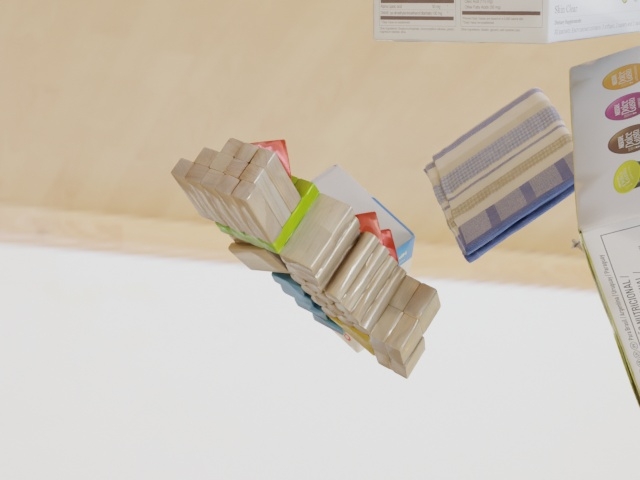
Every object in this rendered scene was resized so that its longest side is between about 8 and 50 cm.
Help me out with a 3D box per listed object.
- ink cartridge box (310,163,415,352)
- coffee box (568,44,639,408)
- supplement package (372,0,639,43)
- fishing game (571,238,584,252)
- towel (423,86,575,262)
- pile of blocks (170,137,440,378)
[{"bbox_3d":[0.034,0.027,1.852,0.086,0.148,0.203,-35,153,-25],"label":"ink cartridge box"},{"bbox_3d":[0.461,-0.010,1.490,0.334,0.338,0.338,-16,120,18],"label":"coffee box"},{"bbox_3d":[0.207,-0.285,1.523,0.204,0.145,0.262,6,-167,34],"label":"supplement package"},{"bbox_3d":[0.489,-0.035,2.046,0.264,0.189,0.041,-40,147,-12],"label":"fishing game"},{"bbox_3d":[0.252,-0.095,1.994,0.209,0.285,0.034,-35,117,11],"label":"towel"},{"bbox_3d":[0.000,0.000,1.577,0.362,0.113,0.149,45,158,-29],"label":"pile of blocks"}]
